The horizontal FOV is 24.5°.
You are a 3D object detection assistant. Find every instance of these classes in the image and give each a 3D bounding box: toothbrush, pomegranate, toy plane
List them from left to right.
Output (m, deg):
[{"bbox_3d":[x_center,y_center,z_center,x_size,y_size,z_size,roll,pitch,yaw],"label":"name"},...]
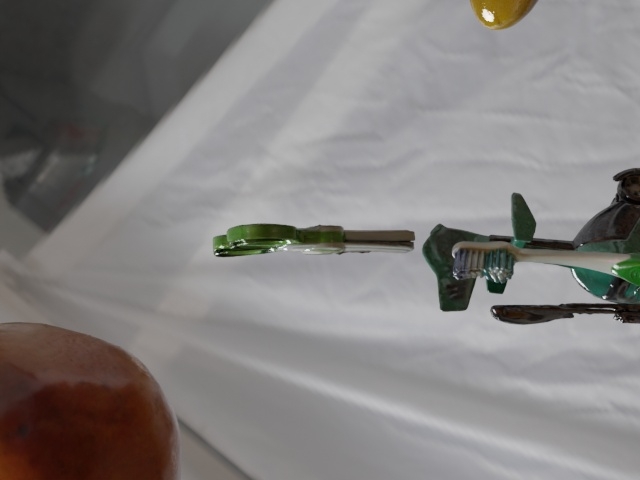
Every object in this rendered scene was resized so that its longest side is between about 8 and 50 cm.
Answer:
[{"bbox_3d":[-0.193,0.152,0.978,0.209,0.209,0.209,-50,-10,-12],"label":"pomegranate"},{"bbox_3d":[0.281,0.016,1.393,0.106,0.381,0.155,109,163,-52],"label":"toy plane"},{"bbox_3d":[0.245,0.022,1.049,0.030,0.303,0.030,3,-90,-86],"label":"toothbrush"}]

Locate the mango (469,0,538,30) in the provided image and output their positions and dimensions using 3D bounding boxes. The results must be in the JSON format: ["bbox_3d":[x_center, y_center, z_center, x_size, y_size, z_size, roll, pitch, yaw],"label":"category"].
[{"bbox_3d":[0.224,-0.352,1.651,0.113,0.138,0.253,-2,-51,-22],"label":"mango"}]

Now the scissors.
[{"bbox_3d":[0.000,0.000,1.441,0.204,0.027,0.101,0,-7,-21],"label":"scissors"}]
